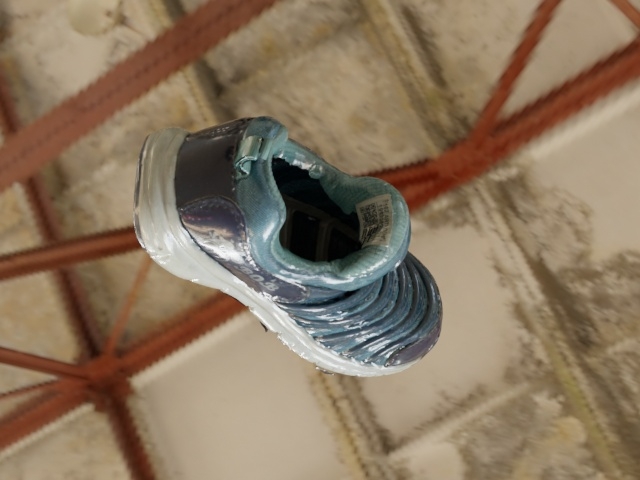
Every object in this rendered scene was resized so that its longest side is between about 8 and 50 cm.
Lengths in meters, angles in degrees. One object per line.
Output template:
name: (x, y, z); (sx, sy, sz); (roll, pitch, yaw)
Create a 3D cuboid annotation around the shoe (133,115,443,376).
shoe: (0.000, 0.000, 0.619); (0.071, 0.143, 0.064); (-18, -129, 38)
